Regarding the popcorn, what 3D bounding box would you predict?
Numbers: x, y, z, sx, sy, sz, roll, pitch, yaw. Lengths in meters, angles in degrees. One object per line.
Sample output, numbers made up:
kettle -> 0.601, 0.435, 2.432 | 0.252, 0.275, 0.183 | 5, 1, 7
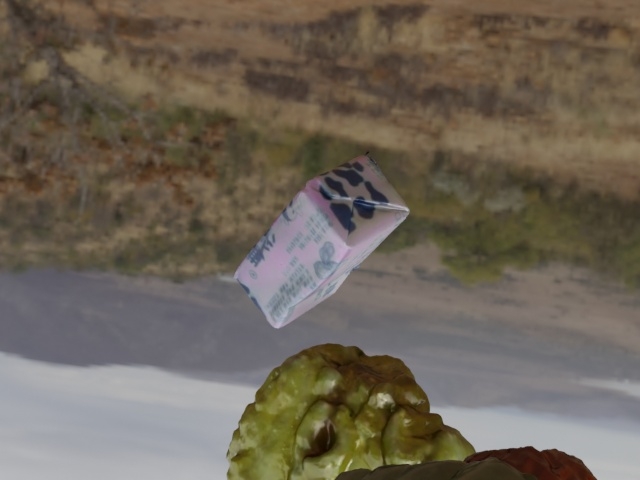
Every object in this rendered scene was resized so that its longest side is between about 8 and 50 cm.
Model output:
popcorn -> 0.025, 0.230, 1.330 | 0.286, 0.225, 0.173 | -24, 164, 21

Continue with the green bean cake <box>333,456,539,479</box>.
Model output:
green bean cake -> 0.056, 0.202, 0.450 | 0.125, 0.223, 0.227 | -30, -177, -29

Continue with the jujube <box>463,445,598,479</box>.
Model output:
jujube -> 0.126, 0.216, 0.702 | 0.112, 0.176, 0.109 | 0, 164, 1

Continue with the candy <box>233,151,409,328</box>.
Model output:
candy -> 0.000, 0.000, 0.976 | 0.092, 0.073, 0.160 | -29, 167, -38
